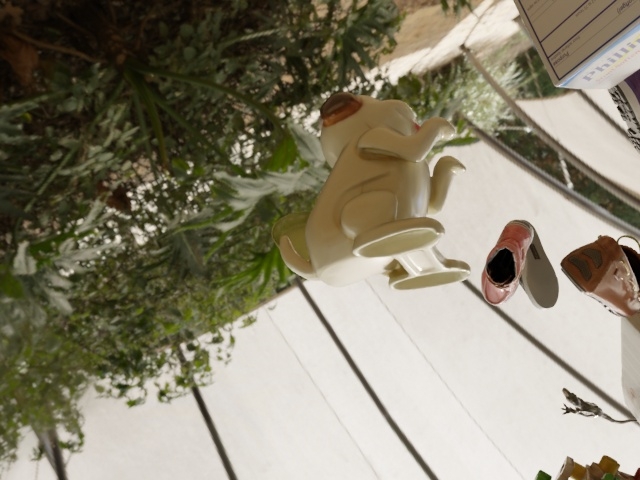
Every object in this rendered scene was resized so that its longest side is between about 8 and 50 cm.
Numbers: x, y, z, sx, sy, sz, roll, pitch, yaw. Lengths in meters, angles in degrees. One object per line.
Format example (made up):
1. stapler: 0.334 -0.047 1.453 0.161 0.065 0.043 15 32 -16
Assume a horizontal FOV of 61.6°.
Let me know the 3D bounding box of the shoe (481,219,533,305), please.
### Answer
1. shoe: 0.291 0.055 0.871 0.081 0.063 0.178 -43 149 -41

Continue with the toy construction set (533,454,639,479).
1. toy construction set: 0.516 0.517 1.035 0.257 0.237 0.308 -49 153 -52

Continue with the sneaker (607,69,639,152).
1. sneaker: 0.685 -0.244 1.065 0.124 0.283 0.107 -34 -142 20

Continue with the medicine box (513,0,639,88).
1. medicine box: 0.447 -0.427 0.819 0.149 0.289 0.263 -9 162 -31

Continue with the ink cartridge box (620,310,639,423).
1. ink cartridge box: 0.892 0.398 1.363 0.091 0.385 0.308 -20 -149 5

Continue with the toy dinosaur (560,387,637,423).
1. toy dinosaur: 0.825 0.521 1.649 0.118 0.268 0.064 -34 -144 67

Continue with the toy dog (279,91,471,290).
1. toy dog: 0.111 -0.114 1.113 0.395 0.407 0.284 -18 149 31

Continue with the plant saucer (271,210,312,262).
1. plant saucer: 0.000 0.000 1.306 0.241 0.241 0.037 -30 137 -44

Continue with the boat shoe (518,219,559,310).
1. boat shoe: 0.650 0.087 1.693 0.113 0.306 0.105 -4 150 -16

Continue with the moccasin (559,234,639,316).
1. moccasin: 0.651 0.069 1.172 0.380 0.139 0.147 25 119 -41
